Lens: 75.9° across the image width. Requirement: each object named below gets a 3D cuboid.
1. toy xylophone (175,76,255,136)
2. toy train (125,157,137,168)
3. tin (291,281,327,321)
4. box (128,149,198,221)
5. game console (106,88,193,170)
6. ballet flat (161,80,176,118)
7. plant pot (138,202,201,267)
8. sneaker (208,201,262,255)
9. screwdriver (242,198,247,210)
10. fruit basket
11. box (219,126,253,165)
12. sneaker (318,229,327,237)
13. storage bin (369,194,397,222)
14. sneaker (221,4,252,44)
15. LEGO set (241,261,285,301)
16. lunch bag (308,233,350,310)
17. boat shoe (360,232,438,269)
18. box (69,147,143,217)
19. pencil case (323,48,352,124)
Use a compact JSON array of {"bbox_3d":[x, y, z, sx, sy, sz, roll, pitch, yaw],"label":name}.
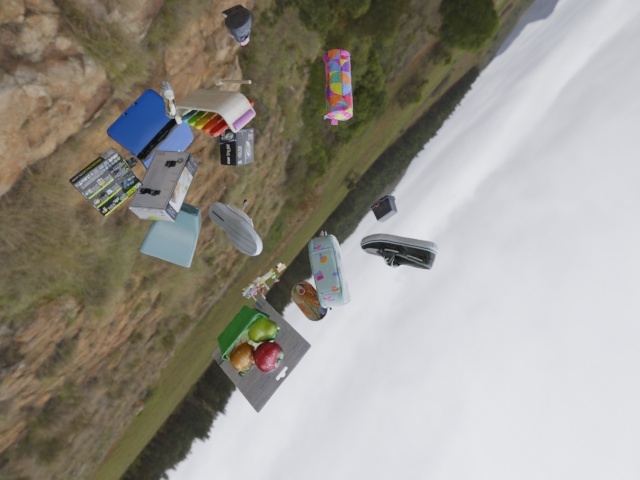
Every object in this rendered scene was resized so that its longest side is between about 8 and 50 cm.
[{"bbox_3d":[-0.356,-0.466,1.411,0.236,0.322,0.081,-46,139,-24],"label":"toy xylophone"},{"bbox_3d":[-0.775,-0.266,1.579,0.158,0.036,0.027,-36,-158,-12],"label":"toy train"},{"bbox_3d":[-0.047,0.263,1.756,0.106,0.190,0.040,-37,160,-10],"label":"tin"},{"bbox_3d":[-0.629,-0.223,1.661,0.087,0.168,0.290,71,28,-59],"label":"box"},{"bbox_3d":[-0.746,-0.468,1.832,0.293,0.173,0.250,-57,167,-22],"label":"game console"},{"bbox_3d":[-0.474,-0.442,1.297,0.041,0.041,0.115,-45,145,-51],"label":"ballet flat"},{"bbox_3d":[-0.718,-0.059,2.045,0.253,0.247,0.247,-64,-161,16],"label":"plant pot"},{"bbox_3d":[-0.255,-0.049,1.324,0.091,0.258,0.094,-13,137,-47],"label":"sneaker"},{"bbox_3d":[-0.449,-0.196,2.383,0.024,0.025,0.170,-61,-170,-29],"label":"screwdriver"},{"bbox_3d":[-0.243,0.448,1.665,0.327,0.353,0.165,-51,149,-5],"label":"fruit basket"},{"bbox_3d":[-0.349,-0.398,1.726,0.180,0.077,0.148,-48,144,-68],"label":"box"},{"bbox_3d":[0.000,0.000,1.961,0.040,0.043,0.109,39,-60,56],"label":"sneaker"},{"bbox_3d":[0.327,-0.160,2.109,0.098,0.091,0.135,10,144,-42],"label":"storage bin"},{"bbox_3d":[-0.311,-0.833,1.622,0.112,0.131,0.319,-21,-139,1],"label":"sneaker"},{"bbox_3d":[-0.269,0.222,2.026,0.132,0.107,0.287,-37,179,42],"label":"LEGO set"},{"bbox_3d":[0.036,0.123,1.570,0.107,0.280,0.224,-12,174,8],"label":"lunch bag"},{"bbox_3d":[0.301,0.051,1.660,0.334,0.121,0.119,4,-115,36],"label":"boat shoe"},{"bbox_3d":[-0.774,-0.210,1.499,0.191,0.045,0.184,-49,152,-21],"label":"box"},{"bbox_3d":[0.059,-0.533,1.424,0.104,0.237,0.104,0,179,0],"label":"pencil case"}]
